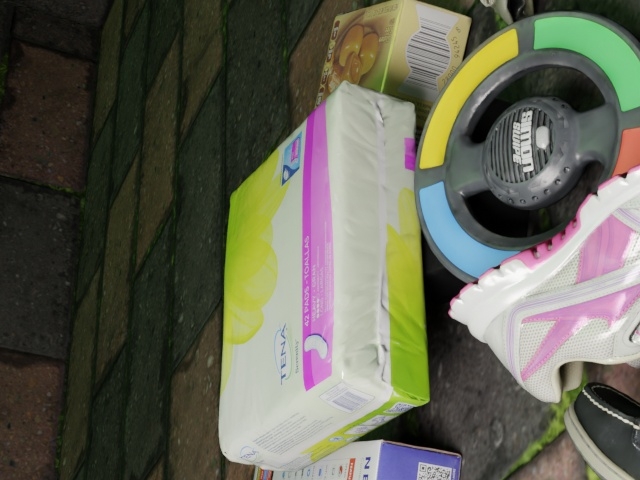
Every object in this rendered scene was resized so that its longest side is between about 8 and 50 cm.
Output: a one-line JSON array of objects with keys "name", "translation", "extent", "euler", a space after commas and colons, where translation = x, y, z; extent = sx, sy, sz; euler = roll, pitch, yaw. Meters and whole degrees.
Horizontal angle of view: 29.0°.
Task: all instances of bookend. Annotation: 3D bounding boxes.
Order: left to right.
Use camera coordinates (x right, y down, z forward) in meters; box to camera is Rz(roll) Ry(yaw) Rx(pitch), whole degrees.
[{"name": "bookend", "translation": [0.117, -0.032, 1.115], "extent": [0.157, 0.072, 0.156], "euler": [155, 126, -64]}]

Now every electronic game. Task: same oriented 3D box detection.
[{"name": "electronic game", "translation": [0.164, -0.069, 0.956], "extent": [0.229, 0.048, 0.229], "euler": [-18, 63, 39]}]

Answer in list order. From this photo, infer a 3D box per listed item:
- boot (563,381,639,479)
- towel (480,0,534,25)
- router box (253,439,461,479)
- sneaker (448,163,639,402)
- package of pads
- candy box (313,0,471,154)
[{"name": "boot", "translation": [0.245, 0.084, 0.694], "extent": [0.236, 0.085, 0.178], "euler": [39, 111, 61]}, {"name": "towel", "translation": [0.110, -0.392, 1.152], "extent": [0.324, 0.056, 0.312], "euler": [-123, 22, -53]}, {"name": "router box", "translation": [0.005, 0.361, 1.141], "extent": [0.301, 0.082, 0.335], "euler": [156, 126, -64]}, {"name": "sneaker", "translation": [0.209, 0.021, 0.825], "extent": [0.252, 0.103, 0.111], "euler": [-41, 77, 36]}, {"name": "package of pads", "translation": [-0.004, 0.040, 1.120], "extent": [0.229, 0.101, 0.296], "euler": [-41, 41, 50]}, {"name": "candy box", "translation": [0.050, -0.085, 1.305], "extent": [0.183, 0.087, 0.316], "euler": [-172, 96, -69]}]
